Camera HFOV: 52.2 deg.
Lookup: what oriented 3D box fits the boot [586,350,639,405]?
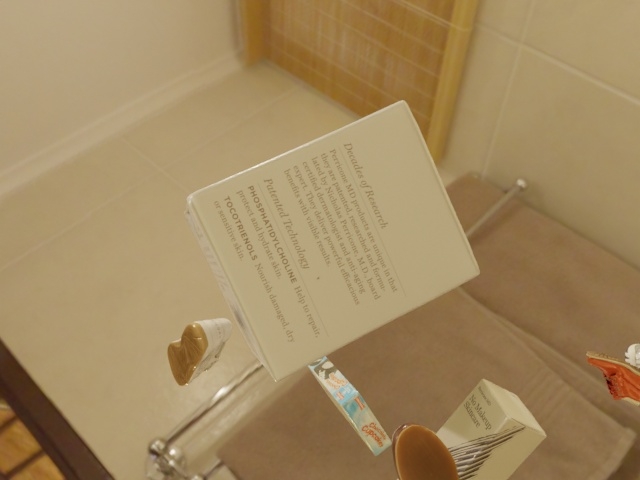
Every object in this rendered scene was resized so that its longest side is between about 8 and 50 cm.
[{"bbox_3d":[0.619,0.289,1.371,0.085,0.158,0.059,-64,7,1],"label":"boot"}]

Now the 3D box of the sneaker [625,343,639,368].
[{"bbox_3d":[0.850,0.275,1.571,0.228,0.132,0.086,-13,-85,-35],"label":"sneaker"}]

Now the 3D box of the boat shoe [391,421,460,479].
[{"bbox_3d":[0.145,0.319,0.826,0.073,0.207,0.073,-29,6,-12],"label":"boat shoe"}]

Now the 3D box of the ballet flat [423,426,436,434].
[{"bbox_3d":[0.380,0.708,2.049,0.483,0.182,0.164,54,-130,-50],"label":"ballet flat"}]

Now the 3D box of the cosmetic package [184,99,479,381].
[{"bbox_3d":[0.000,0.000,1.191,0.393,0.327,0.329,-26,4,-13],"label":"cosmetic package"}]

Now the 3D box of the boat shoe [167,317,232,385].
[{"bbox_3d":[-0.253,0.236,1.392,0.096,0.098,0.277,-17,-15,-33],"label":"boat shoe"}]

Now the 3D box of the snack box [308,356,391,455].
[{"bbox_3d":[0.064,0.424,1.767,0.060,0.322,0.187,-36,-69,-9],"label":"snack box"}]

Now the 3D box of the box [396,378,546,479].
[{"bbox_3d":[0.245,0.380,1.115,0.094,0.113,0.275,28,-75,-23],"label":"box"}]
